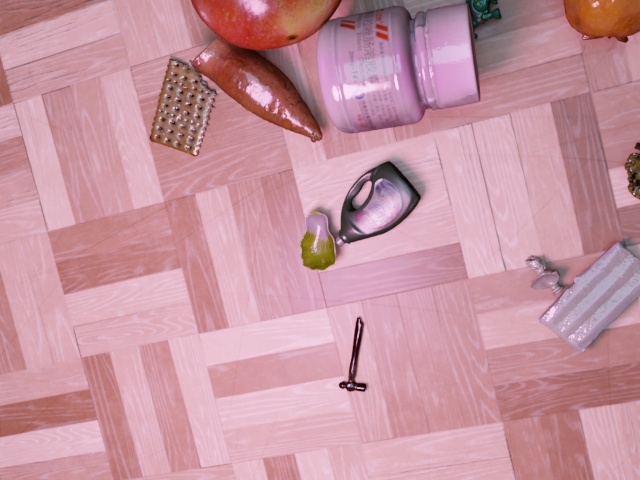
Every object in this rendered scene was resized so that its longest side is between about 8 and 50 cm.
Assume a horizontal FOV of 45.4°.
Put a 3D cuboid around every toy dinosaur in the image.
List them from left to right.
[{"bbox_3d":[0.324,-0.486,1.607,0.096,0.059,0.132,-18,100,21],"label":"toy dinosaur"}]

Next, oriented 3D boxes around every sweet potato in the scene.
[{"bbox_3d":[-0.127,-0.335,1.695,0.337,0.131,0.131,37,104,7],"label":"sweet potato"}]

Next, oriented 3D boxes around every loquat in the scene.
[{"bbox_3d":[0.565,-0.503,1.459,0.193,0.238,0.238,0,97,-7],"label":"loquat"}]

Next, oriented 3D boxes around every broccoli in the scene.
[{"bbox_3d":[0.674,-0.139,1.527,0.130,0.120,0.131,21,84,36],"label":"broccoli"}]

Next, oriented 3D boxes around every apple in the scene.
[{"bbox_3d":[-0.111,-0.567,1.575,0.349,0.277,0.348,0,92,-7],"label":"apple"}]

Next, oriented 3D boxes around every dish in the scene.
[{"bbox_3d":[0.000,0.000,1.749,0.091,0.039,0.137,-3,92,26],"label":"dish"}]

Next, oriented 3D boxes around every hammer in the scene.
[{"bbox_3d":[0.084,0.265,1.773,0.065,0.021,0.178,9,96,12],"label":"hammer"}]

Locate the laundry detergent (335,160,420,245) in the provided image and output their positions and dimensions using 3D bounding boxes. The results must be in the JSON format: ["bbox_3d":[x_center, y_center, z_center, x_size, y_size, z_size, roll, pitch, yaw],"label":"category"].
[{"bbox_3d":[0.109,-0.070,1.705,0.211,0.063,0.137,-40,84,17],"label":"laundry detergent"}]

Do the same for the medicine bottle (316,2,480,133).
[{"bbox_3d":[0.164,-0.356,1.562,0.302,0.241,0.241,-8,95,15],"label":"medicine bottle"}]

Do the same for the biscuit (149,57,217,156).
[{"bbox_3d":[-0.321,-0.310,1.804,0.144,0.016,0.203,21,102,11],"label":"biscuit"}]

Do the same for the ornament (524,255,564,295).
[{"bbox_3d":[0.481,0.078,1.641,0.068,0.041,0.092,-10,107,37],"label":"ornament"}]

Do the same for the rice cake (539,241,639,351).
[{"bbox_3d":[0.584,0.120,1.619,0.127,0.043,0.237,42,103,7],"label":"rice cake"}]
